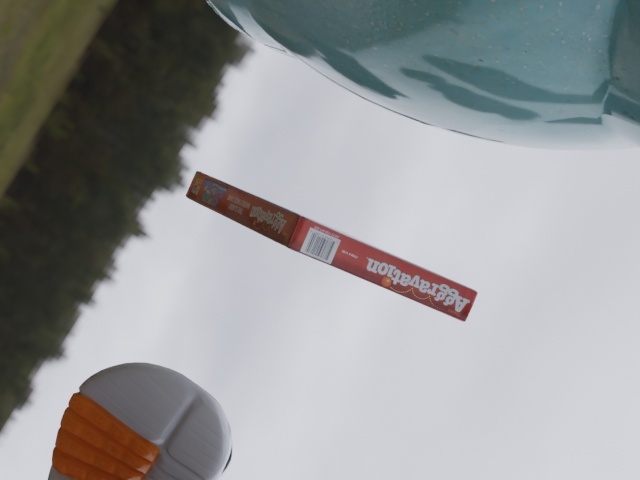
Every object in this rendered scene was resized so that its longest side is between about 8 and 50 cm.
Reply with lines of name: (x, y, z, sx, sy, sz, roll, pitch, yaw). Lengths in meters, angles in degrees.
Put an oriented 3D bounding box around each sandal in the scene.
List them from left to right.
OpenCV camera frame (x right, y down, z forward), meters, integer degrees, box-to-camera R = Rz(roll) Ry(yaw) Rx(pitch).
sandal: (-0.120, 0.145, 1.178, 0.076, 0.102, 0.265, -43, 172, -43)

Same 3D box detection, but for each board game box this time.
board game box: (0.000, 0.000, 1.389, 0.027, 0.145, 0.281, -66, -160, 0)

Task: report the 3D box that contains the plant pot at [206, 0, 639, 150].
plant pot: (0.118, -0.150, 0.710, 0.293, 0.196, 0.293, -36, 150, -25)
